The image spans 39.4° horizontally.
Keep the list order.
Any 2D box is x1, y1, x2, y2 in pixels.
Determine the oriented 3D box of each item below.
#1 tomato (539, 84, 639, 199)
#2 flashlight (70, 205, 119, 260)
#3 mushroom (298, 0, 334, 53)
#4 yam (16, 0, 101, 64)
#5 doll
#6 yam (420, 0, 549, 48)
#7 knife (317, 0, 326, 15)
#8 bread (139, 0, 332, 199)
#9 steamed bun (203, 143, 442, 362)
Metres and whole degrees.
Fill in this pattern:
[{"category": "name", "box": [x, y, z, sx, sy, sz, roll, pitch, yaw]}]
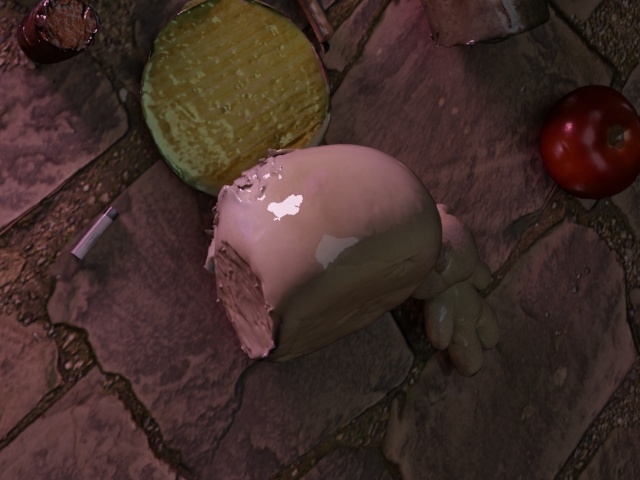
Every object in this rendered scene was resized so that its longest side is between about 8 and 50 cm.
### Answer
[{"category": "tomato", "box": [0.462, -0.166, 1.530, 0.195, 0.136, 0.195, 0, 90, -26]}, {"category": "flashlight", "box": [-0.308, -0.010, 1.225, 0.018, 0.018, 0.083, 42, 75, -22]}, {"category": "mushroom", "box": [-0.035, -0.354, 1.299, 0.060, 0.061, 0.187, -44, 111, -4]}, {"category": "yam", "box": [-0.334, -0.265, 1.131, 0.079, 0.141, 0.079, -2, 94, -28]}, {"category": "doll", "box": [0.203, 0.091, 1.441, 0.149, 0.175, 0.278, -19, 114, 14]}, {"category": "yam", "box": [0.224, -0.452, 1.371, 0.195, 0.195, 0.300, -25, 104, -23]}, {"category": "knife", "box": [-0.066, -0.456, 1.298, 0.044, 0.019, 0.313, -49, 123, -33]}, {"category": "bread", "box": [-0.123, -0.205, 1.292, 0.301, 0.045, 0.301, 0, 90, -28]}, {"category": "steamed bun", "box": [0.000, 0.000, 1.239, 0.312, 0.334, 0.233, -20, 69, -31]}]
